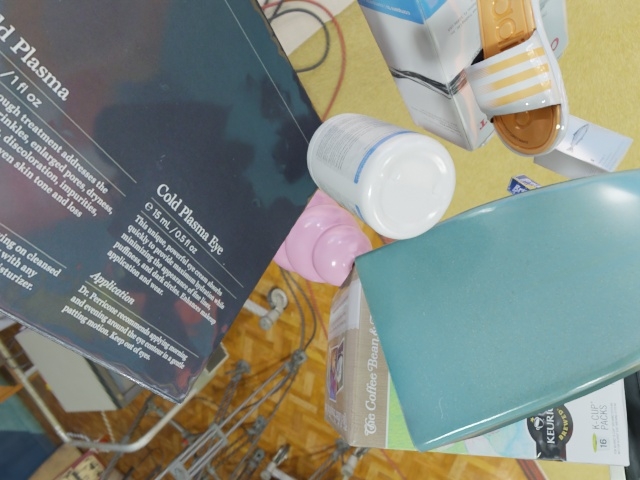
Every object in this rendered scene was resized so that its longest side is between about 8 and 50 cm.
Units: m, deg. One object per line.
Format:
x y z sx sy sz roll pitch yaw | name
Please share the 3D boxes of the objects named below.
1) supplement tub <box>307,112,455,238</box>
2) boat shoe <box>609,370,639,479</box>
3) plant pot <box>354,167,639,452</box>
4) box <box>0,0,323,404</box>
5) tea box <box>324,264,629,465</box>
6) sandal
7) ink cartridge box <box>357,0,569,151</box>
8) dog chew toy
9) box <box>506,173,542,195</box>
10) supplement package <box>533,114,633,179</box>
0.039 -0.050 0.356 0.107 0.071 0.071 -134 33 -58 | supplement tub
0.471 0.203 0.695 0.113 0.127 0.340 0 78 34 | boat shoe
0.185 0.054 0.413 0.234 0.165 0.166 -28 62 25 | plant pot
-0.182 -0.083 0.432 0.178 0.313 0.343 17 155 36 | box
0.179 0.177 0.717 0.323 0.220 0.329 5 165 -4 | tea box
0.216 -0.227 0.597 0.102 0.076 0.265 -14 88 57 | sandal
0.241 -0.387 0.814 0.166 0.285 0.395 40 175 40 | ink cartridge box
0.000 0.000 1.114 0.332 0.206 0.207 32 137 57 | dog chew toy
0.671 -0.142 1.555 0.169 0.054 0.059 50 145 43 | box
0.631 -0.216 1.200 0.179 0.105 0.105 32 172 25 | supplement package
